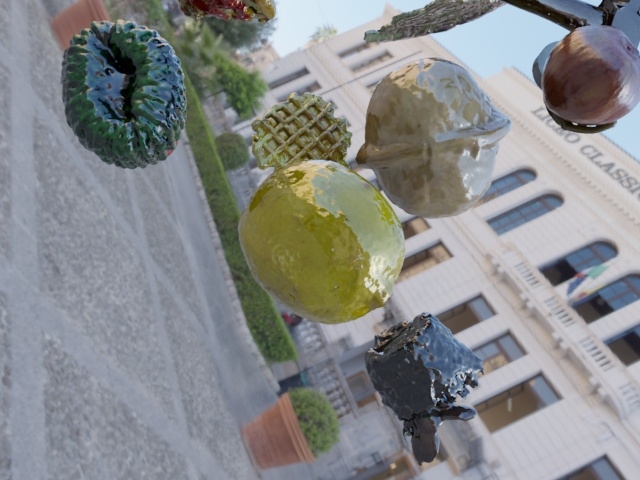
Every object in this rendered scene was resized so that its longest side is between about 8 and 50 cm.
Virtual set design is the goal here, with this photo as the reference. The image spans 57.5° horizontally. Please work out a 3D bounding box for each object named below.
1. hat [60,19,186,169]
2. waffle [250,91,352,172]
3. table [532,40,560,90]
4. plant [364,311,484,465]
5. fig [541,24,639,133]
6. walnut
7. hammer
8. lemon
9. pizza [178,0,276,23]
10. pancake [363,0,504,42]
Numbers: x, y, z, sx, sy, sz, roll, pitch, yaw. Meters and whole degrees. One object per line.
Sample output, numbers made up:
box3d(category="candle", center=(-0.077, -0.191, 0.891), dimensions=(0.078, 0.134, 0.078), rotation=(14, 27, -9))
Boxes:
box3d(category="hat", center=(-0.389, -0.266, 1.204), dimensions=(0.332, 0.242, 0.275), rotation=(117, -21, -78))
box3d(category="waffle", center=(-0.042, -0.242, 1.407), dimensions=(0.060, 0.280, 0.263), rotation=(-35, -127, 54))
box3d(category="table", center=(0.605, -0.432, 1.470), dimensions=(0.043, 0.133, 0.134), rotation=(104, -38, -78))
box3d(category="plant", center=(0.207, 0.268, 1.138), dimensions=(0.234, 0.178, 0.204), rotation=(54, 40, -1))
box3d(category="fig", center=(0.516, -0.302, 1.122), dimensions=(0.205, 0.205, 0.205), rotation=(156, -90, -85))
box3d(category="walnut", center=(0.251, -0.230, 1.325), dimensions=(0.381, 0.380, 0.382), rotation=(156, -90, -85))
box3d(category="hammer", center=(0.485, -0.480, 1.195), dimensions=(0.095, 0.408, 0.243), rotation=(-141, -114, -69))
box3d(category="lemon", center=(0.002, 0.001, 0.954), dimensions=(0.261, 0.260, 0.284), rotation=(73, -6, -56))
box3d(category="pizza", center=(-0.194, -0.441, 1.064), dimensions=(0.188, 0.198, 0.062), rotation=(27, 68, -48))
box3d(category="pancake", center=(0.324, -0.653, 1.685), dimensions=(0.426, 0.304, 0.067), rotation=(-1, -80, 54))
